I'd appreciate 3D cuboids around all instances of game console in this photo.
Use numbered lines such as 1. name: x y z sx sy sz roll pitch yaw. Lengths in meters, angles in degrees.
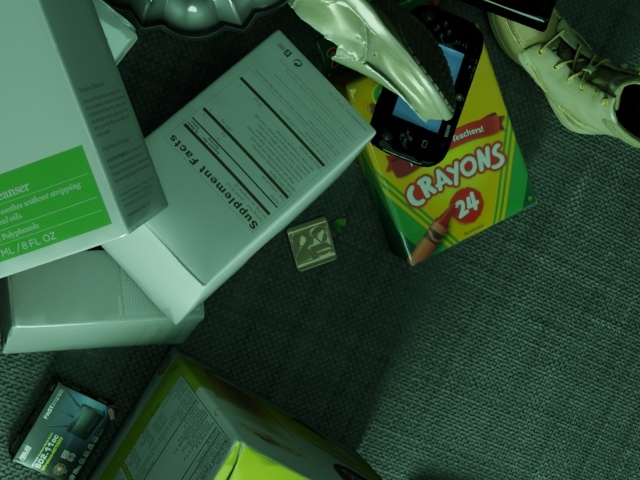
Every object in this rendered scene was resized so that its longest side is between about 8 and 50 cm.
1. game console: 0.173 -0.261 1.822 0.213 0.044 0.361 20 78 0

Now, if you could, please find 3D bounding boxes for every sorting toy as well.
1. sorting toy: 0.000 0.000 1.934 0.083 0.012 0.062 -19 105 -11

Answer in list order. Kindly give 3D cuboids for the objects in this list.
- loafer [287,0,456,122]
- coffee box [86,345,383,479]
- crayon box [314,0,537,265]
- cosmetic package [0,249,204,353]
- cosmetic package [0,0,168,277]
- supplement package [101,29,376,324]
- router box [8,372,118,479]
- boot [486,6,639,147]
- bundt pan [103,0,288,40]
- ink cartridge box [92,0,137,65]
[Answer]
1. loafer: 0.062 -0.237 1.715 0.092 0.102 0.268 -30 117 28
2. coffee box: -0.105 0.397 1.826 0.337 0.334 0.338 32 92 -25
3. crayon box: 0.141 -0.152 1.908 0.202 0.081 0.319 -27 111 -11
4. cosmetic package: -0.273 0.074 1.780 0.237 0.127 0.107 1 71 -20
5. cosmetic package: -0.322 -0.162 1.498 0.196 0.155 0.366 -19 99 15
6. supplement package: -0.111 -0.073 1.715 0.175 0.177 0.293 47 67 1
7. router box: -0.331 0.245 1.865 0.092 0.038 0.122 29 93 -24
8. boot: 0.339 -0.229 1.890 0.095 0.203 0.262 -40 115 -6
9. bundt pan: -0.148 -0.392 1.667 0.330 0.124 0.331 0 101 -2
10. ink cartridge box: -0.388 -0.183 1.651 0.226 0.131 0.306 40 85 -11
